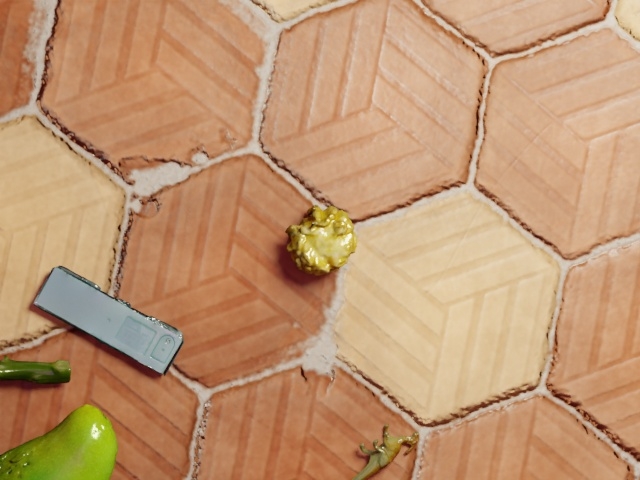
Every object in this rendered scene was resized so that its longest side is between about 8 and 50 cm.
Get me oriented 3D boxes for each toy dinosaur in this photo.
[{"bbox_3d":[0.063,0.245,1.896,0.113,0.026,0.041,-31,107,-12],"label":"toy dinosaur"}]

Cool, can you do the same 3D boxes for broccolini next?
[{"bbox_3d":[-0.392,0.137,1.871,0.216,0.058,0.067,-2,130,-10],"label":"broccolini"}]

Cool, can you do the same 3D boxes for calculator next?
[{"bbox_3d":[-0.239,0.090,1.887,0.172,0.018,0.057,28,86,-2],"label":"calculator"}]

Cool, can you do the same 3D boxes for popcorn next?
[{"bbox_3d":[0.000,0.000,1.883,0.083,0.057,0.082,18,95,-6],"label":"popcorn"}]

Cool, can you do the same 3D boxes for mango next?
[{"bbox_3d":[-0.316,0.280,1.835,0.125,0.111,0.233,36,86,-6],"label":"mango"}]
